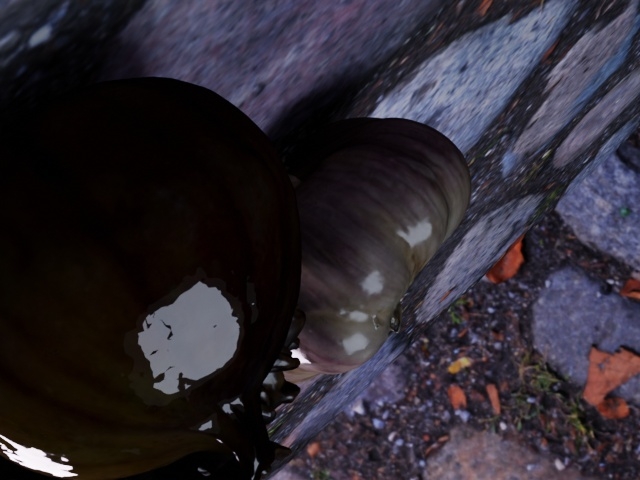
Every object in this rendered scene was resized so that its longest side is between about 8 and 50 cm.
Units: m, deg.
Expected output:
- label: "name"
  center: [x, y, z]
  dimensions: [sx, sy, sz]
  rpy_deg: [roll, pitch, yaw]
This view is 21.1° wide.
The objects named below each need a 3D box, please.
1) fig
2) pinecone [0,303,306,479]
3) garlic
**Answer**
- label: "fig"
  center: [-0.103, 0.023, 0.940]
  dimensions: [0.235, 0.214, 0.235]
  rpy_deg: [-41, 144, -40]
- label: "pinecone"
  center: [-0.120, 0.115, 1.152]
  dimensions: [0.272, 0.224, 0.224]
  rpy_deg: [-51, 170, -10]
- label: "garlic"
  center: [0.000, 0.000, 1.337]
  dimensions: [0.245, 0.160, 0.245]
  rpy_deg: [-57, -175, 8]
